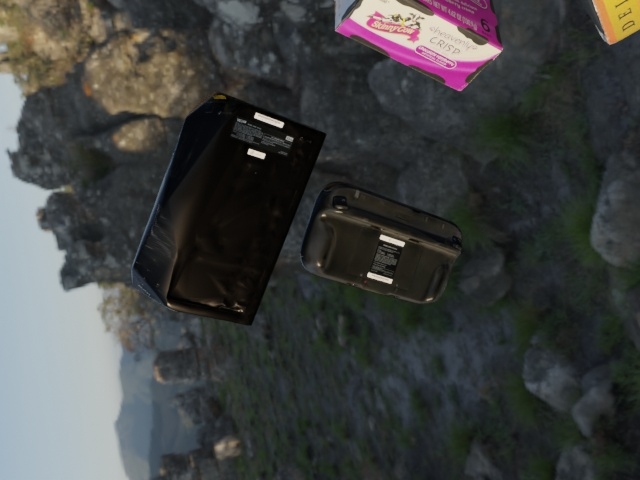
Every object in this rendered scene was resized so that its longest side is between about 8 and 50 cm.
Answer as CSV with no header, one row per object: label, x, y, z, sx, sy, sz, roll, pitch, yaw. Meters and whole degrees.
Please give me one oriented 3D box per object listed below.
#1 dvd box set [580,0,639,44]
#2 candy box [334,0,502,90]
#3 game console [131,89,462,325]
dvd box set,0.232,-0.245,0.176,0.308,0.421,0.062,22,-136,-56
candy box,0.096,-0.287,0.758,0.071,0.159,0.233,-43,38,44
game console,0.000,0.000,0.762,0.044,0.362,0.213,37,107,58
